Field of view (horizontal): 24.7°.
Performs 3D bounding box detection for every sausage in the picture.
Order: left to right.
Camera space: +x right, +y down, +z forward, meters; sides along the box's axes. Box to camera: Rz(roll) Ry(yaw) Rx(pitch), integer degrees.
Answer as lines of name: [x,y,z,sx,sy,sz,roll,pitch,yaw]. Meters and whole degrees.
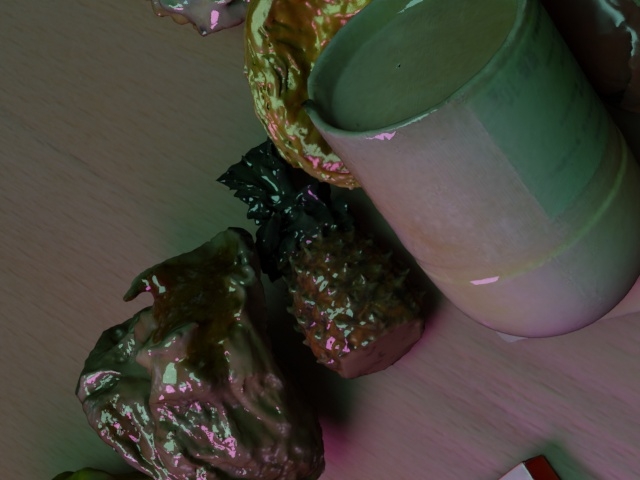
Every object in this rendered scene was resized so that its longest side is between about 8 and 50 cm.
sausage: [0.266,-0.248,1.427,0.152,0.152,0.279,-47,71,30]

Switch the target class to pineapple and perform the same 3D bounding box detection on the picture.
pineapple: [0.000,0.000,1.668,0.170,0.141,0.310,-50,61,34]

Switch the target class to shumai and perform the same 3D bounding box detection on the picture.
shumai: [-0.099,0.132,1.665,0.314,0.267,0.262,33,123,7]

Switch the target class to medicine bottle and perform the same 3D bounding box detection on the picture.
medicine bottle: [0.187,-0.049,1.419,0.236,0.235,0.406,-10,134,36]

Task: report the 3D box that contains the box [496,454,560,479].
box: [0.193,0.348,1.627,0.229,0.050,0.123,-45,70,31]

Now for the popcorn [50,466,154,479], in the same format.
popcorn: [-0.271,0.436,1.823,0.334,0.292,0.293,13,99,28]

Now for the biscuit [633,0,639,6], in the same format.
biscuit: [0.351,-0.259,1.335,0.250,0.032,0.133,13,85,-7]

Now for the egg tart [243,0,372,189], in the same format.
egg tart: [0.055,-0.202,1.585,0.295,0.116,0.294,4,102,20]

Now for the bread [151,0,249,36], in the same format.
bread: [-0.106,-0.377,1.671,0.274,0.149,0.274,10,109,32]
